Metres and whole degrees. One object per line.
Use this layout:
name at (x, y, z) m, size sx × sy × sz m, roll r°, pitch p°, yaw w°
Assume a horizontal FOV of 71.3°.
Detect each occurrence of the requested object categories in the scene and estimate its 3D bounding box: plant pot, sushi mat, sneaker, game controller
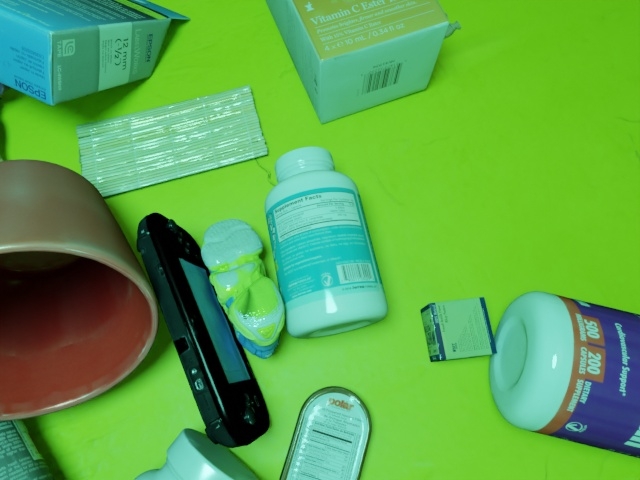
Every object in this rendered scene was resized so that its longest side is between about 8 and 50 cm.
plant pot at (-0.360, 0.040, 0.561) m, size 0.275 × 0.275 × 0.243 m, roll -25°, pitch 47°, yaw -9°
sushi mat at (-0.259, -0.173, 0.772) m, size 0.316 × 0.019 × 0.151 m, roll -16°, pitch 74°, yaw -7°
sneaker at (-0.118, 0.074, 0.660) m, size 0.091 × 0.126 × 0.240 m, roll -11°, pitch 41°, yaw -15°
game controller at (-0.153, 0.114, 0.601) m, size 0.067 × 0.166 × 0.319 m, roll -29°, pitch 74°, yaw 8°

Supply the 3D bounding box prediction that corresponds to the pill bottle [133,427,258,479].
pill bottle at (-0.195, 0.373, 0.520) m, size 0.153 × 0.153 × 0.265 m, roll 33°, pitch 74°, yaw 9°

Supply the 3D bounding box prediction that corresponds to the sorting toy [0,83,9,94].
sorting toy at (-0.705, -0.275, 0.719) m, size 0.365 × 0.127 × 0.126 m, roll 12°, pitch 48°, yaw 3°

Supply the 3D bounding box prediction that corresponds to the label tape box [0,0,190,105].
label tape box at (-0.425, -0.360, 0.757) m, size 0.249 × 0.115 × 0.348 m, roll 24°, pitch 32°, yaw 5°

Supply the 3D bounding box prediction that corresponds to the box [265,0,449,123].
box at (0.037, -0.418, 0.781) m, size 0.215 × 0.168 × 0.345 m, roll -21°, pitch 73°, yaw -6°

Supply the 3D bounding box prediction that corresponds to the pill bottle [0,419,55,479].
pill bottle at (-0.424, 0.302, 0.534) m, size 0.162 × 0.162 × 0.278 m, roll -36°, pitch 75°, yaw -12°

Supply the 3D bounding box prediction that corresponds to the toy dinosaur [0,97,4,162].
toy dinosaur at (-0.558, -0.169, 0.740) m, size 0.112 × 0.064 × 0.211 m, roll -21°, pitch 74°, yaw -10°

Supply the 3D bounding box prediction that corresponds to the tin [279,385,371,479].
tin at (0.008, 0.298, 0.613) m, size 0.106 × 0.040 × 0.190 m, roll 17°, pitch 72°, yaw 0°

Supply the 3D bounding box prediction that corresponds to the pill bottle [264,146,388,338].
pill bottle at (0.000, 0.000, 0.653) m, size 0.146 × 0.146 × 0.264 m, roll -10°, pitch 72°, yaw -5°

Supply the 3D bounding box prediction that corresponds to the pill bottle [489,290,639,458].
pill bottle at (0.407, 0.186, 0.582) m, size 0.323 × 0.181 × 0.181 m, roll 13°, pitch 72°, yaw 3°

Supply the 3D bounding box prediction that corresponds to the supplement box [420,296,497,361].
supplement box at (0.202, 0.133, 0.660) m, size 0.083 × 0.056 × 0.083 m, roll -6°, pitch 72°, yaw -4°

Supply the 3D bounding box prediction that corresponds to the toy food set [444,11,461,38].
toy food set at (0.205, -0.415, 0.863) m, size 0.122 × 0.019 × 0.078 m, roll -34°, pitch 75°, yaw -12°
